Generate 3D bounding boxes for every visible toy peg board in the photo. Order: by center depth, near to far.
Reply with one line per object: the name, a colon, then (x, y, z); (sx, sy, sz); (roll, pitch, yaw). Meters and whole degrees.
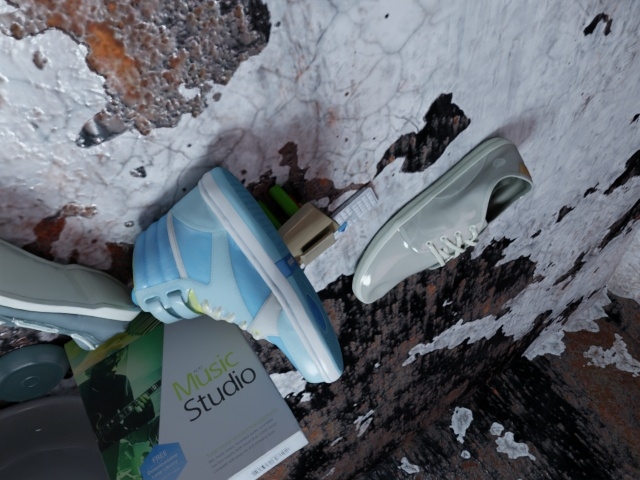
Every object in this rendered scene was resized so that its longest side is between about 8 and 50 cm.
toy peg board: (-0.068, -0.008, 0.849); (0.161, 0.079, 0.160); (-43, 163, 7)

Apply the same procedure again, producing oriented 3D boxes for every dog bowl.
dog bowl: (-0.380, 0.359, 0.738); (0.349, 0.349, 0.102); (-11, 125, -37)

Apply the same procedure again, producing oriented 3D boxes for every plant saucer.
plant saucer: (-0.424, 0.199, 0.775); (0.119, 0.021, 0.119); (-27, 145, -20)

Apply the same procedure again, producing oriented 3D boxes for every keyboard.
keyboard: (0.000, 0.000, 0.965); (0.256, 0.014, 0.072); (-40, 147, 2)

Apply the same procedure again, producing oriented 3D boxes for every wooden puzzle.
wooden puzzle: (-0.006, 0.012, 0.877); (0.116, 0.014, 0.078); (-37, 167, -13)

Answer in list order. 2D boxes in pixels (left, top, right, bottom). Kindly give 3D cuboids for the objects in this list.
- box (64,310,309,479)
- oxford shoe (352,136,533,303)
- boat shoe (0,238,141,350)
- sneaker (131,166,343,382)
box: (-0.197, 0.206, 0.734); (0.232, 0.322, 0.058); (-32, 142, -13)
oxford shoe: (0.248, -0.020, 1.084); (0.449, 0.130, 0.169); (-42, 149, 7)
boat shoe: (-0.349, 0.072, 0.613); (0.099, 0.116, 0.319); (-48, 152, 5)
sneaker: (-0.124, 0.085, 0.713); (0.208, 0.319, 0.127); (-34, 174, 5)
